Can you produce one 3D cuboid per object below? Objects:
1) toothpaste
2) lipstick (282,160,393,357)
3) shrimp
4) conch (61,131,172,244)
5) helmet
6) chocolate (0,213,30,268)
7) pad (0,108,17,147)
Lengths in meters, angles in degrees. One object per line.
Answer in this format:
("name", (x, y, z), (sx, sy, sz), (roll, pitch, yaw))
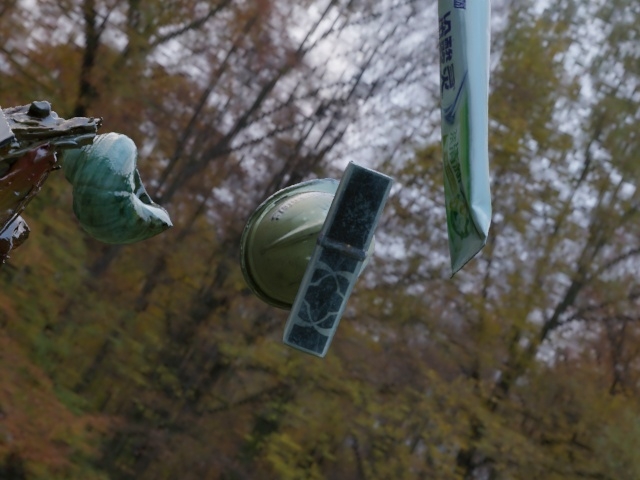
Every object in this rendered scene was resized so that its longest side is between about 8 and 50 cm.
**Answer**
("toothpaste", (0.127, -0.116, 1.031), (0.048, 0.297, 0.075), (8, -24, -14))
("lipstick", (0.024, 0.030, 1.740), (0.077, 0.290, 0.076), (20, 7, -4))
("shrimp", (-0.336, -0.047, 1.107), (0.154, 0.294, 0.062), (60, -8, 12))
("conch", (-0.310, -0.078, 1.768), (0.122, 0.176, 0.188), (-15, -75, 19))
("helmet", (0.004, -0.003, 1.905), (0.204, 0.257, 0.137), (56, -25, -6))
("chocolate", (-0.532, 0.006, 1.898), (0.127, 0.124, 0.133), (8, 13, -20))
("pad", (-0.427, -0.053, 0.901), (0.247, 0.367, 0.007), (48, -21, 50))
